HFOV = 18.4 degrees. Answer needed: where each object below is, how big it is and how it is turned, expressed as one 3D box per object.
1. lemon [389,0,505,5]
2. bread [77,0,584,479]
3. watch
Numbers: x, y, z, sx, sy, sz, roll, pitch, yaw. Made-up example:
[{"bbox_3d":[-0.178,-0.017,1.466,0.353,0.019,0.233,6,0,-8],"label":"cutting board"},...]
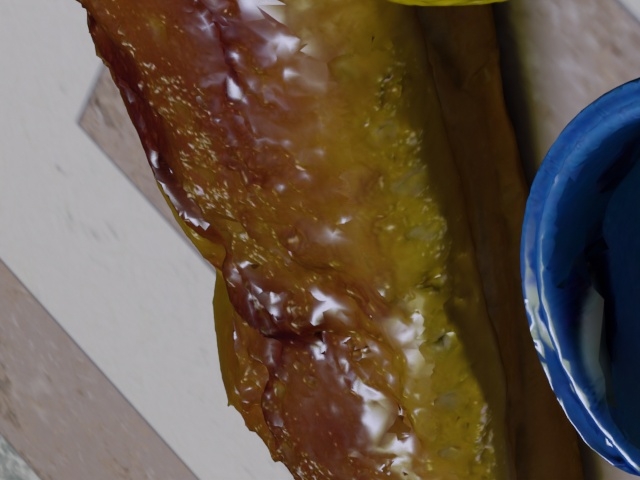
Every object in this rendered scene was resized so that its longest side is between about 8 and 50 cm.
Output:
[{"bbox_3d":[0.045,-0.160,0.535,0.231,0.192,0.192,-11,112,55],"label":"lemon"},{"bbox_3d":[0.000,0.000,0.814,0.185,0.109,0.380,17,135,41],"label":"bread"},{"bbox_3d":[0.162,0.029,0.615,0.196,0.171,0.200,-6,105,39],"label":"watch"}]
